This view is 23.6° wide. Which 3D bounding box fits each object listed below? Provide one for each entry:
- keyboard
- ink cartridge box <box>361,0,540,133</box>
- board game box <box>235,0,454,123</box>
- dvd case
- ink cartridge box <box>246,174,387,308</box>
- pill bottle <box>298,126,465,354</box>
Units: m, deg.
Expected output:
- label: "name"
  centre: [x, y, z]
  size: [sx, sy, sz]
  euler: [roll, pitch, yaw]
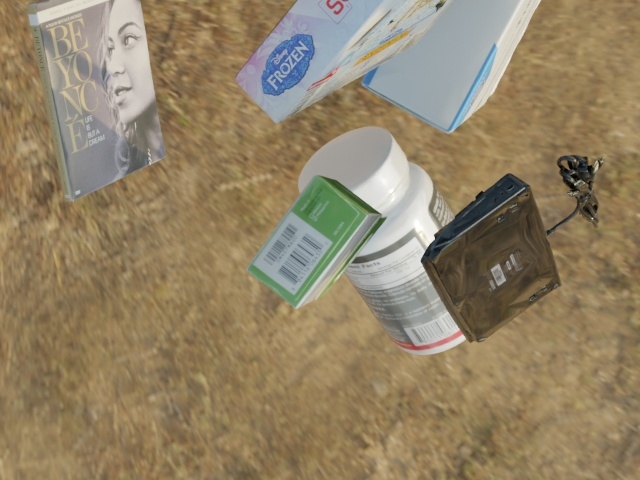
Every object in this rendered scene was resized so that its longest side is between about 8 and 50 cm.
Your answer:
- label: "keyboard"
  centre: [0.202, 0.002, 1.527]
  size: [0.201, 0.317, 0.033]
  euler: [-36, 67, 0]
- label: "ink cartridge box"
  centre: [0.180, -0.273, 1.897]
  size: [0.129, 0.307, 0.223]
  euler: [28, 106, 6]
- label: "board game box"
  centre: [0.099, -0.275, 1.462]
  size: [0.066, 0.319, 0.318]
  euler: [47, 124, 4]
- label: "dvd case"
  centre: [-0.245, -0.173, 1.705]
  size: [0.164, 0.018, 0.221]
  euler: [-32, 120, -49]
- label: "ink cartridge box"
  centre: [0.000, 0.000, 1.465]
  size: [0.062, 0.209, 0.109]
  euler: [38, 95, 6]
- label: "pill bottle"
  centre: [0.097, -0.001, 1.971]
  size: [0.161, 0.161, 0.283]
  euler: [-37, 122, -4]
